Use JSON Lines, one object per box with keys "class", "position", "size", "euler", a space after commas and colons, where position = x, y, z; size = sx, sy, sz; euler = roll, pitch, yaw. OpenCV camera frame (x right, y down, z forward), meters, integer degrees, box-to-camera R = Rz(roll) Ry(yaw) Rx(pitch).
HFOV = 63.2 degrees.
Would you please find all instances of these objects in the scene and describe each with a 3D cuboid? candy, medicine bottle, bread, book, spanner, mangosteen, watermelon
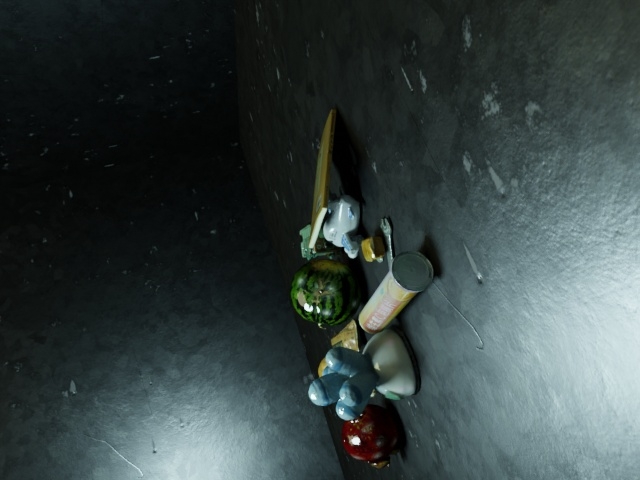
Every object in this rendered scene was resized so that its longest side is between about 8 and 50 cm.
{"class": "candy", "position": [0.119, 0.424, 2.170], "size": [0.271, 0.101, 0.143], "euler": [120, 140, -64]}
{"class": "medicine bottle", "position": [0.199, 0.164, 1.464], "size": [0.426, 0.108, 0.108], "euler": [106, 147, -63]}
{"class": "bread", "position": [0.157, 0.026, 1.582], "size": [0.132, 0.053, 0.074], "euler": [147, 110, -83]}
{"class": "book", "position": [0.006, -0.201, 1.713], "size": [0.269, 0.032, 0.389], "euler": [111, 167, -61]}
{"class": "spanner", "position": [0.213, 0.074, 1.544], "size": [0.071, 0.017, 0.302], "euler": [-140, 38, -69]}
{"class": "mangosteen", "position": [0.203, 0.742, 1.946], "size": [0.258, 0.215, 0.215], "euler": [55, 173, -17]}
{"class": "watermelon", "position": [0.021, 0.194, 1.943], "size": [0.269, 0.268, 0.269], "euler": [165, 90, -77]}

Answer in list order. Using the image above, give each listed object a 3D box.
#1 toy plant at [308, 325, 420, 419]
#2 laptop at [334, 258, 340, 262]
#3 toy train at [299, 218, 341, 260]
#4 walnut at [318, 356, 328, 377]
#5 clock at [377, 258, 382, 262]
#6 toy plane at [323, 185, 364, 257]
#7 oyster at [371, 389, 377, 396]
{"class": "toy plant", "position": [0.119, 0.429, 1.639], "size": [0.247, 0.332, 0.247], "euler": [164, 90, -76]}
{"class": "laptop", "position": [0.091, 0.194, 2.189], "size": [0.154, 0.026, 0.207], "euler": [104, 150, -69]}
{"class": "toy train", "position": [0.000, 0.000, 2.134], "size": [0.326, 0.129, 0.159], "euler": [154, 107, -78]}
{"class": "walnut", "position": [0.067, 0.632, 2.495], "size": [0.207, 0.159, 0.159], "euler": [92, 159, -50]}
{"class": "clock", "position": [0.180, 0.035, 1.651], "size": [0.083, 0.010, 0.074], "euler": [139, 115, -76]}
{"class": "toy plane", "position": [0.070, -0.067, 1.767], "size": [0.267, 0.122, 0.267], "euler": [164, 90, -80]}
{"class": "oyster", "position": [0.202, 0.570, 2.062], "size": [0.148, 0.051, 0.103], "euler": [112, 147, -44]}
